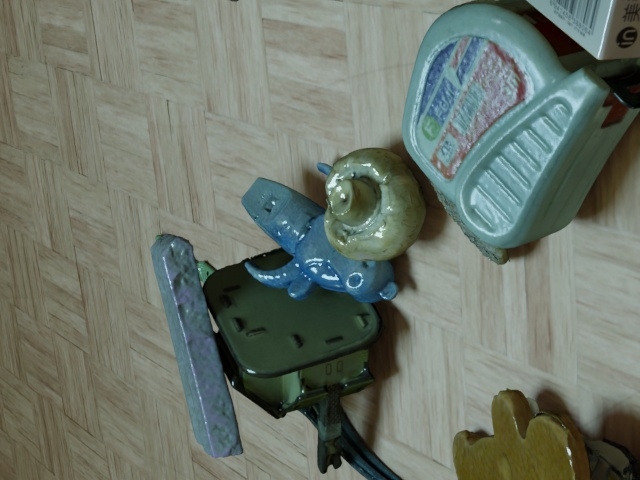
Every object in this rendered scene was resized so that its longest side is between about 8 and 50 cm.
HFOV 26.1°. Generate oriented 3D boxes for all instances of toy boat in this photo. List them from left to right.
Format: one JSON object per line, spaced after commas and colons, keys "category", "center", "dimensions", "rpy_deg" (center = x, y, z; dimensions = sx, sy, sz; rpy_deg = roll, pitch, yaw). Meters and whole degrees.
{"category": "toy boat", "center": [0.310, 0.309, 1.513], "dimensions": [0.084, 0.066, 0.210], "rpy_deg": [34, 133, 49]}

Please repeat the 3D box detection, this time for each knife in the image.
{"category": "knife", "center": [-0.195, 0.049, 2.243], "dimensions": [0.293, 0.020, 0.043], "rpy_deg": [36, 132, 45]}

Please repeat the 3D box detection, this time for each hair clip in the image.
{"category": "hair clip", "center": [0.052, 0.288, 1.949], "dimensions": [0.275, 0.048, 0.083], "rpy_deg": [44, 128, 33]}

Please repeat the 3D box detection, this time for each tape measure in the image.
{"category": "tape measure", "center": [0.207, -0.134, 1.408], "dimensions": [0.246, 0.125, 0.243], "rpy_deg": [51, 137, 27]}

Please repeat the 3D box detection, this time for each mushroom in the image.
{"category": "mushroom", "center": [0.063, -0.043, 1.686], "dimensions": [0.148, 0.112, 0.148], "rpy_deg": [-18, 65, 44]}

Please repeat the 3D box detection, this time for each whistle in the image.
{"category": "whistle", "center": [0.000, 0.000, 1.803], "dimensions": [0.269, 0.093, 0.180], "rpy_deg": [34, 90, 26]}

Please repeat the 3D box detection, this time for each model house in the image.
{"category": "model house", "center": [-0.036, 0.179, 1.893], "dimensions": [0.218, 0.205, 0.278], "rpy_deg": [-120, 20, -44]}

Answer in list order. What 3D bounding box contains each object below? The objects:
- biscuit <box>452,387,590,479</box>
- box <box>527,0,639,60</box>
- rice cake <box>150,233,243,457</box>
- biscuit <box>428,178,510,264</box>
{"category": "biscuit", "center": [0.237, 0.279, 1.567], "dimensions": [0.339, 0.047, 0.216], "rpy_deg": [117, 142, -62]}
{"category": "box", "center": [0.239, -0.319, 1.257], "dimensions": [0.274, 0.091, 0.220], "rpy_deg": [-125, 34, -46]}
{"category": "rice cake", "center": [-0.168, 0.138, 1.831], "dimensions": [0.106, 0.050, 0.298], "rpy_deg": [-170, 65, -73]}
{"category": "biscuit", "center": [0.166, -0.032, 1.559], "dimensions": [0.152, 0.020, 0.152], "rpy_deg": [53, 177, 4]}
